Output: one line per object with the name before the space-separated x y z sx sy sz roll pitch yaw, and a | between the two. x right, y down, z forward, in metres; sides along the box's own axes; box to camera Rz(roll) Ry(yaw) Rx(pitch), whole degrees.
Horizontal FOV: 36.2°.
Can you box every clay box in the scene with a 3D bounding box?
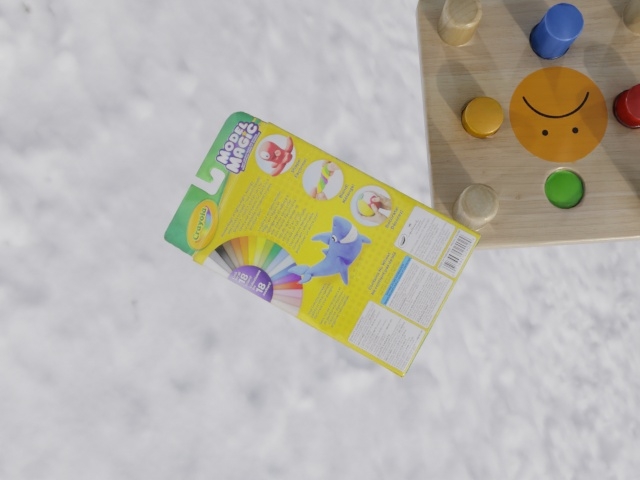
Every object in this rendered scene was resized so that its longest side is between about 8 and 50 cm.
clay box | 0.000 0.000 0.782 0.222 0.127 0.053 29 -1 9

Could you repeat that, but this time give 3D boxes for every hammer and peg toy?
hammer and peg toy | 0.279 -0.130 0.944 0.127 0.361 0.266 93 -8 -82
